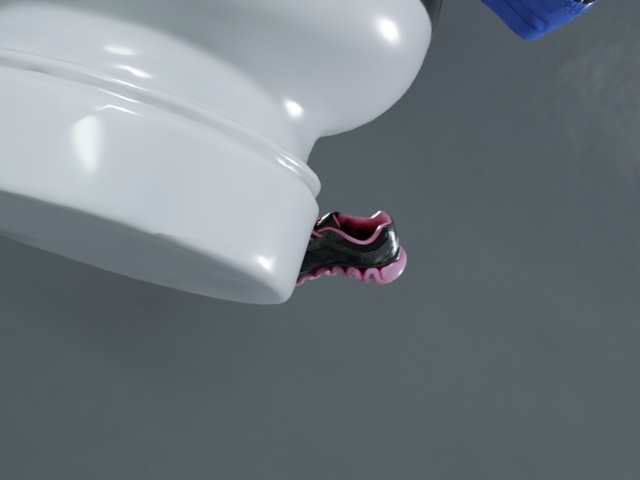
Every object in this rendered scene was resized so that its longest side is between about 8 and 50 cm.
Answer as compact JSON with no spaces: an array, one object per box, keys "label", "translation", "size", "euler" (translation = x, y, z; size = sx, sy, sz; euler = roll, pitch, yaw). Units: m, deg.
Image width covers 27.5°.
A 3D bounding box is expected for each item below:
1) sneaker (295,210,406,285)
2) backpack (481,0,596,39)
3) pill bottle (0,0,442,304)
[{"label":"sneaker","translation":[0.000,0.000,0.922],"size":[0.119,0.057,0.047],"euler":[-3,47,5]},{"label":"backpack","translation":[0.149,-0.193,0.895],"size":[0.098,0.101,0.120],"euler":[40,47,-14]},{"label":"pill bottle","translation":[-0.033,-0.156,0.471],"size":[0.188,0.334,0.188],"euler":[15,-9,3]}]
